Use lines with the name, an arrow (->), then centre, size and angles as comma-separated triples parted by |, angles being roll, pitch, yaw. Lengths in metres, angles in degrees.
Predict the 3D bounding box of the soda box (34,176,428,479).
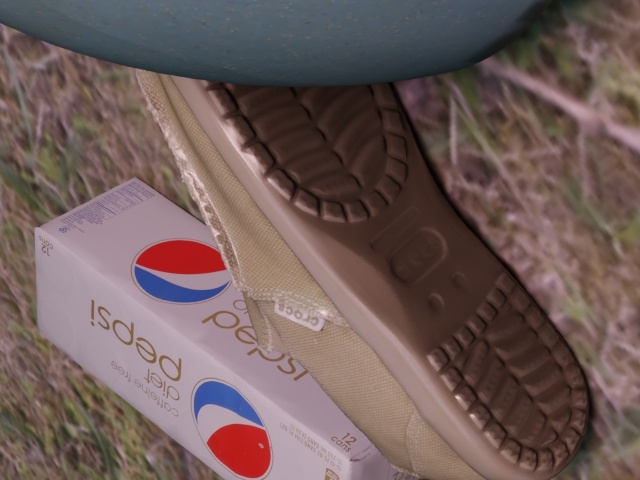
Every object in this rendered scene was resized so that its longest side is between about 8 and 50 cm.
soda box -> -0.044, 0.058, 0.854 | 0.216, 0.069, 0.074 | 34, 136, 30

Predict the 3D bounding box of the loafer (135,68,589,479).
loafer -> 0.000, 0.000, 0.740 | 0.268, 0.102, 0.092 | 56, 136, 4

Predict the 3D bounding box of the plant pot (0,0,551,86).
plant pot -> -0.067, -0.177, 0.567 | 0.290, 0.195, 0.290 | 36, 134, 49
